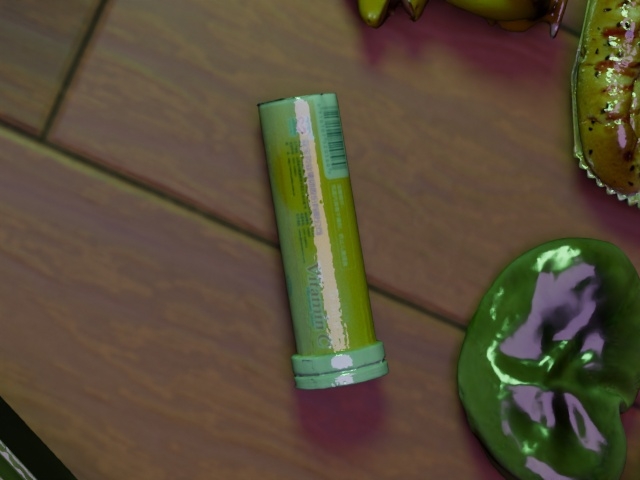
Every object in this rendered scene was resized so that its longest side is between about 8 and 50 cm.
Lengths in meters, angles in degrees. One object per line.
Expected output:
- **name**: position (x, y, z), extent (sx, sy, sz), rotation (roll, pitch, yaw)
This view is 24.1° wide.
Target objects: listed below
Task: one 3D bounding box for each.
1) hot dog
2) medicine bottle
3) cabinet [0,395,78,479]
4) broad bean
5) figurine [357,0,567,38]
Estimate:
- **hot dog**: position (0.263, -0.145, 1.169), extent (0.131, 0.069, 0.252), rotation (3, 91, -8)
- **medicine bottle**: position (0.000, 0.000, 1.135), extent (0.074, 0.074, 0.218), rotation (-9, 92, -9)
- **cabinet**: position (-0.252, 0.202, 1.028), extent (0.148, 0.215, 0.175), rotation (-42, 98, -5)
- **broad bean**: position (0.185, 0.101, 1.176), extent (0.153, 0.072, 0.206), rotation (6, 80, -12)
- **figurine**: position (0.103, -0.220, 1.133), extent (0.176, 0.121, 0.122), rotation (-1, 74, 3)
